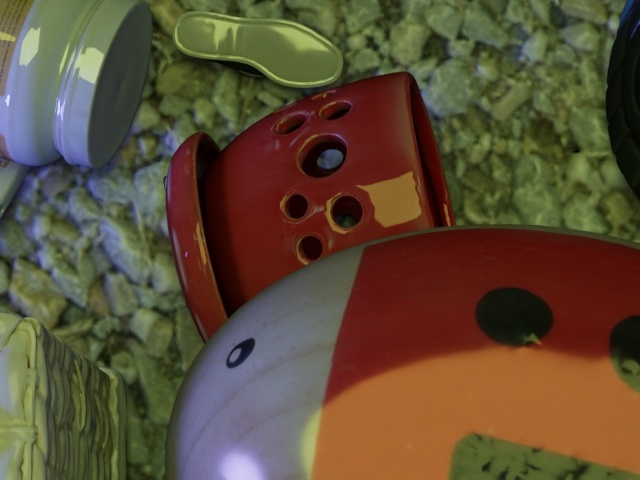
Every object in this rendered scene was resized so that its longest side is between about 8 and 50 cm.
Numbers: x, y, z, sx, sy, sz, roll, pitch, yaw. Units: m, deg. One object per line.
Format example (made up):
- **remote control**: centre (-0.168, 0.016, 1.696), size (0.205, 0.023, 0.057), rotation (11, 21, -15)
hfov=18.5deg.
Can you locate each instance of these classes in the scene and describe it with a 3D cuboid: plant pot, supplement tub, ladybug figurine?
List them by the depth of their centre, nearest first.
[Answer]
- **ladybug figurine**: centre (0.130, 0.138, 1.112), size (0.449, 0.162, 0.305), rotation (5, 83, 3)
- **plant pot**: centre (0.000, 0.000, 1.300), size (0.174, 0.191, 0.191), rotation (-15, 75, 9)
- **supplement tub**: centre (-0.231, -0.134, 1.371), size (0.200, 0.144, 0.144), rotation (17, 78, 8)

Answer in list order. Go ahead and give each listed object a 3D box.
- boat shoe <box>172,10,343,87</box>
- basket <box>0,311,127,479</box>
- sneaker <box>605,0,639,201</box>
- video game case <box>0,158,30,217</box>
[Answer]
- **boat shoe**: centre (-0.043, -0.138, 1.412), size (0.125, 0.038, 0.046), rotation (10, 96, 8)
- **basket**: centre (-0.304, 0.220, 1.228), size (0.328, 0.266, 0.331), rotation (0, 77, 4)
- **sneaker**: centre (0.283, -0.053, 1.340), size (0.140, 0.125, 0.340), rotation (4, 74, -19)
- **video game case**: centre (-0.326, -0.025, 1.381), size (0.190, 0.022, 0.173), rotation (19, 54, 9)
